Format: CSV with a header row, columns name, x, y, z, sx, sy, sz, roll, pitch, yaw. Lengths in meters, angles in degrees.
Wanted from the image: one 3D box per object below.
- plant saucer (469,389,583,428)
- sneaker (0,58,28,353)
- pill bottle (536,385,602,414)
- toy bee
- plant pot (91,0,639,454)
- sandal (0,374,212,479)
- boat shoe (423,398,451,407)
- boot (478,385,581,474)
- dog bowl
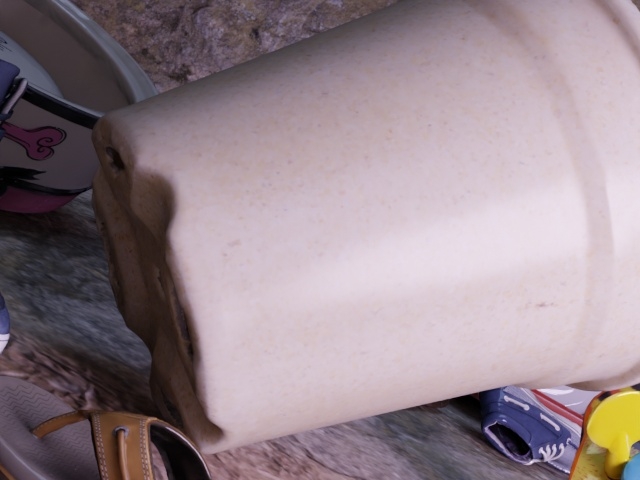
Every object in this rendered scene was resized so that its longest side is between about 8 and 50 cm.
name,x,y,z,sx,sy,sz,roll,pitch,yaw
plant saucer,0.269,0.216,1.367,0.259,0.047,0.259,29,-1,14
sneaker,-0.237,-0.038,0.654,0.226,0.163,0.086,35,7,41
pill bottle,0.370,0.156,1.689,0.210,0.210,0.363,29,6,2
toy bee,0.207,0.199,0.738,0.162,0.195,0.298,5,13,11
plant pot,0.023,-0.012,0.684,0.306,0.333,0.334,-16,26,-22
sandal,-0.081,0.121,0.486,0.219,0.060,0.090,32,6,26
boat shoe,0.086,0.148,1.143,0.072,0.068,0.190,18,-11,32
boot,0.250,0.236,1.182,0.190,0.069,0.086,39,34,-18
dog bowl,-0.369,-0.190,1.066,0.408,0.150,0.408,36,15,-11
